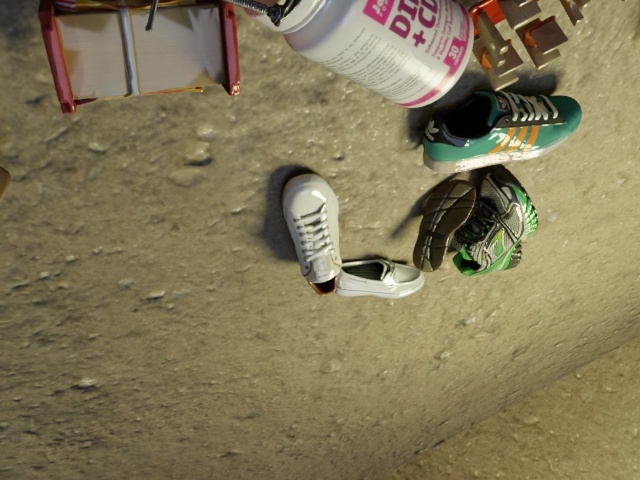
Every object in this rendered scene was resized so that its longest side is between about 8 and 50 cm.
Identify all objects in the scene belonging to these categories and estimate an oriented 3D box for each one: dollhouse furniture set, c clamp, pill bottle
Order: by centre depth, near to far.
[{"bbox_3d":[-0.087,-0.266,0.600,0.160,0.022,0.137,6,113,-22],"label":"c clamp"},{"bbox_3d":[-0.201,-0.336,0.616,0.201,0.152,0.374,-9,124,-17],"label":"dollhouse furniture set"},{"bbox_3d":[0.051,-0.290,0.756,0.283,0.160,0.160,14,130,-39],"label":"pill bottle"},{"bbox_3d":[0.322,-0.362,0.819,0.259,0.135,0.262,-27,168,6],"label":"dollhouse furniture set"}]

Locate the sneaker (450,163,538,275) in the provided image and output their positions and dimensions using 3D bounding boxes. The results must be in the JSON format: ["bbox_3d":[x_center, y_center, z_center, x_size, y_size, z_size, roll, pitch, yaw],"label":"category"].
[{"bbox_3d":[0.363,-0.021,1.271,0.146,0.134,0.344,-21,144,-7],"label":"sneaker"}]

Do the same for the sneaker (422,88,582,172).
[{"bbox_3d":[0.328,-0.210,1.045,0.302,0.108,0.121,-17,147,-5],"label":"sneaker"}]

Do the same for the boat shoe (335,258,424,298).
[{"bbox_3d":[0.138,0.082,1.327,0.226,0.083,0.076,-6,141,-20],"label":"boat shoe"}]

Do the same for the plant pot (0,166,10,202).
[{"bbox_3d":[-0.547,-0.062,0.688,0.263,0.263,0.229,-31,124,11],"label":"plant pot"}]

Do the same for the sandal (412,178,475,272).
[{"bbox_3d":[0.258,-0.033,1.250,0.090,0.060,0.219,20,117,11],"label":"sandal"}]

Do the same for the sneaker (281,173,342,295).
[{"bbox_3d":[0.000,0.000,1.124,0.105,0.123,0.290,-18,142,-4],"label":"sneaker"}]
